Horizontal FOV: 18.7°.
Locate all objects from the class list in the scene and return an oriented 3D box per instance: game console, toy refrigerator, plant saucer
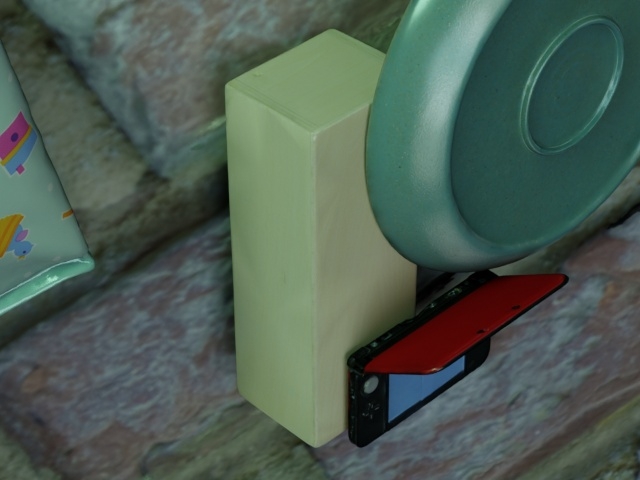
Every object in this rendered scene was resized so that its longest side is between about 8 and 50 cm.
[{"bbox_3d":[0.096,0.085,1.358,0.144,0.085,0.124,-31,137,-33],"label":"game console"},{"bbox_3d":[0.000,0.000,1.333,0.102,0.094,0.270,-32,137,-33],"label":"toy refrigerator"},{"bbox_3d":[0.159,-0.111,1.316,0.317,0.043,0.318,-30,138,-32],"label":"plant saucer"}]

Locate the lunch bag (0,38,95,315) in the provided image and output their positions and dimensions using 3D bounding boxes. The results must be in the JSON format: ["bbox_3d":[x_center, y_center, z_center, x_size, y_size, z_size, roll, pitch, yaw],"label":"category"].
[{"bbox_3d":[-0.291,-0.035,1.103,0.262,0.160,0.223,-26,134,-8],"label":"lunch bag"}]
